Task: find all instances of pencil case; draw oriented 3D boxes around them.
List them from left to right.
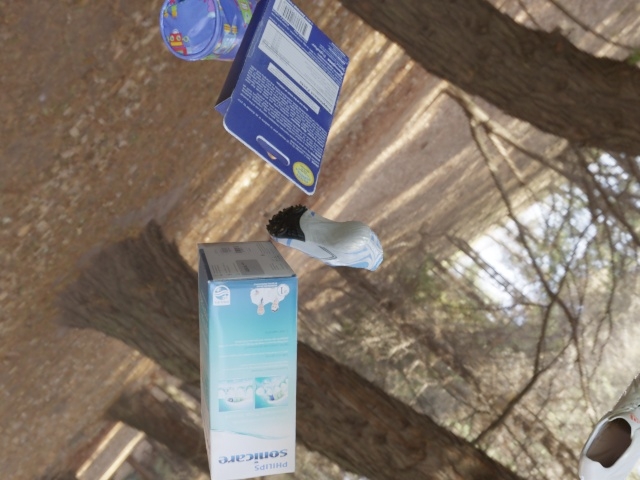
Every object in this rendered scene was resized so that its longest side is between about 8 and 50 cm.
[{"bbox_3d":[-0.159,-0.390,1.169,0.119,0.133,0.306,-12,-169,25],"label":"pencil case"}]

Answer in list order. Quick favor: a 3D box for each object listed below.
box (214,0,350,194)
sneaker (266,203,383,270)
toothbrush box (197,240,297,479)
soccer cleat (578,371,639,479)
[{"bbox_3d":[-0.041,-0.168,0.748,0.036,0.136,0.225,-21,-136,41],"label":"box"},{"bbox_3d":[0.000,0.000,1.078,0.237,0.086,0.085,17,-125,43],"label":"sneaker"},{"bbox_3d":[-0.114,0.167,0.979,0.216,0.126,0.296,-135,-136,-70],"label":"toothbrush box"},{"bbox_3d":[0.379,0.218,0.790,0.196,0.068,0.076,-43,135,-20],"label":"soccer cleat"}]
